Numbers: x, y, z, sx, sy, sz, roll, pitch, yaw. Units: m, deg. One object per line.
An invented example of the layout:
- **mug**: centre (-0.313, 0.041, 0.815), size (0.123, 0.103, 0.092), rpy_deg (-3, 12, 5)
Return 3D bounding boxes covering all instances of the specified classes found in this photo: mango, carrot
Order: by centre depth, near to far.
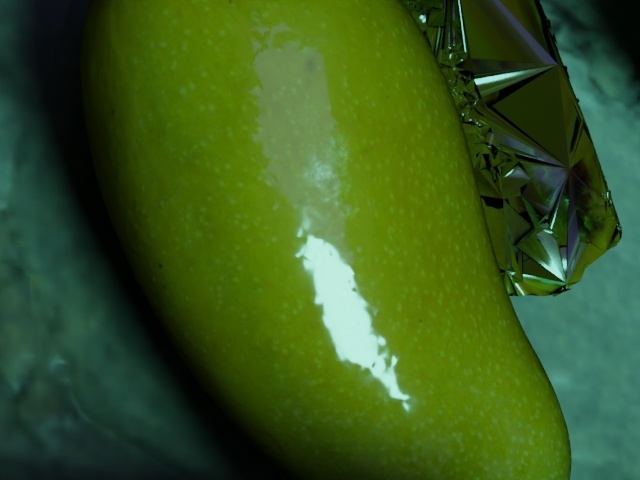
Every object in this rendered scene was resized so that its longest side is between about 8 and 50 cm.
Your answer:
- **mango**: centre (0.000, 0.000, 0.432), size (0.102, 0.085, 0.184), rpy_deg (-29, 96, -37)
- **carrot**: centre (0.026, -0.087, 0.496), size (0.069, 0.069, 0.229), rpy_deg (-17, 80, -33)
